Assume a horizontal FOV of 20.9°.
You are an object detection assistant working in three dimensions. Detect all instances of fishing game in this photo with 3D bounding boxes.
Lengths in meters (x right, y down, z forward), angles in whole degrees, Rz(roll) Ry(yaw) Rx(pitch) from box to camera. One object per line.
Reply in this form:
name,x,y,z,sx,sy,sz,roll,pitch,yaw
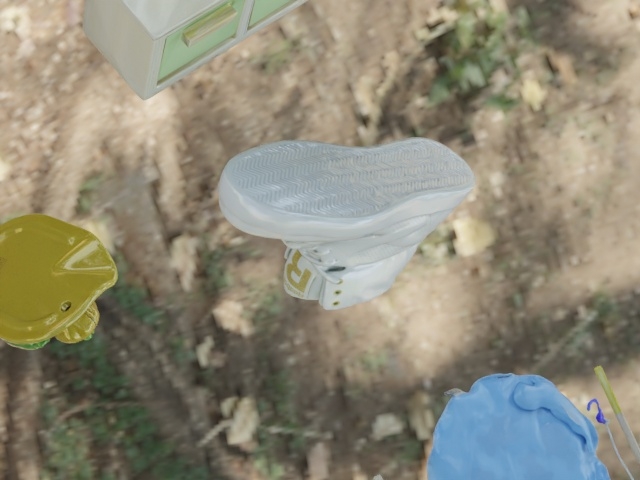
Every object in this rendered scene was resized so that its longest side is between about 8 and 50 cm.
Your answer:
fishing game,0.164,0.203,1.458,0.264,0.041,0.189,-26,85,-32

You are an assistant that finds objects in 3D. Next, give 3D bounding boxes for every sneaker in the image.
sneaker,0.000,0.000,1.538,0.292,0.169,0.108,-4,48,-46

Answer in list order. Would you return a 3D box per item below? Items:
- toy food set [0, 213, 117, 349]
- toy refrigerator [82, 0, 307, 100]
toy food set,-0.272,0.045,1.638,0.128,0.218,0.071,-54,137,-17
toy refrigerator,-0.059,-0.230,1.426,0.269,0.102,0.094,-34,75,-25
